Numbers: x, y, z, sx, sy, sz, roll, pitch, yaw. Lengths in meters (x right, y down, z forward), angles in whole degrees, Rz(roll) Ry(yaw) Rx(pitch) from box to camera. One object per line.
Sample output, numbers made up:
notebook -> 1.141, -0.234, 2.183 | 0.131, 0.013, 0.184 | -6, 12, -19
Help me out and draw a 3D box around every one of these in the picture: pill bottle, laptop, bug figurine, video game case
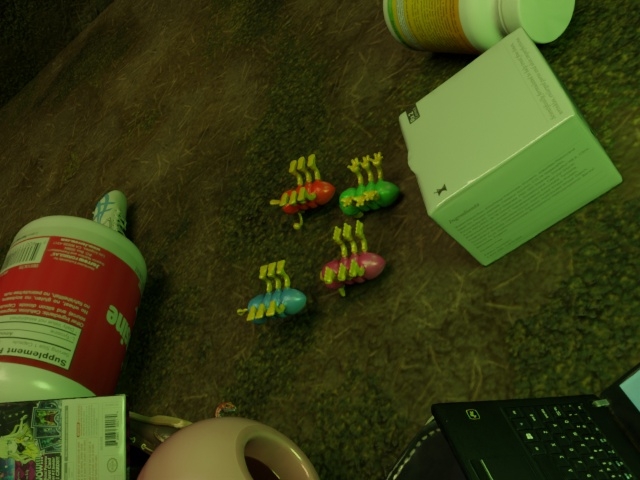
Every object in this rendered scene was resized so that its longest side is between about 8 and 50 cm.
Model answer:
pill bottle -> -0.422, 0.181, 1.241 | 0.229, 0.229, 0.408 | -24, 43, 34
pill bottle -> 0.207, -0.315, 1.061 | 0.245, 0.136, 0.136 | 23, 78, 54
laptop -> 0.257, 0.155, 0.591 | 0.234, 0.264, 0.137 | -115, 32, -52
bug figurine -> 0.000, 0.000, 1.072 | 0.216, 0.072, 0.279 | -13, 45, 33
video game case -> -0.350, 0.320, 1.027 | 0.042, 0.210, 0.232 | 109, 157, -75

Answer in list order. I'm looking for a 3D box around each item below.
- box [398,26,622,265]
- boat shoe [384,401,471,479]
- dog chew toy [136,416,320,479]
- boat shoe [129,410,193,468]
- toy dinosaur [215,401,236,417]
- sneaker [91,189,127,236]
box -> 0.203, -0.104, 0.896 | 0.182, 0.119, 0.181 | -35, 39, 23
boat shoe -> 0.027, 0.355, 0.662 | 0.186, 0.156, 0.500 | 13, 68, 54
dog chew toy -> -0.144, 0.337, 0.836 | 0.332, 0.206, 0.207 | -47, 35, 20
boat shoe -> -0.245, 0.276, 1.101 | 0.207, 0.073, 0.073 | -6, 53, 46
toy dinosaur -> -0.113, 0.243, 0.985 | 0.047, 0.090, 0.082 | -39, 80, 34
sneaker -> -0.396, -0.006, 1.524 | 0.086, 0.085, 0.237 | -7, 45, 10
